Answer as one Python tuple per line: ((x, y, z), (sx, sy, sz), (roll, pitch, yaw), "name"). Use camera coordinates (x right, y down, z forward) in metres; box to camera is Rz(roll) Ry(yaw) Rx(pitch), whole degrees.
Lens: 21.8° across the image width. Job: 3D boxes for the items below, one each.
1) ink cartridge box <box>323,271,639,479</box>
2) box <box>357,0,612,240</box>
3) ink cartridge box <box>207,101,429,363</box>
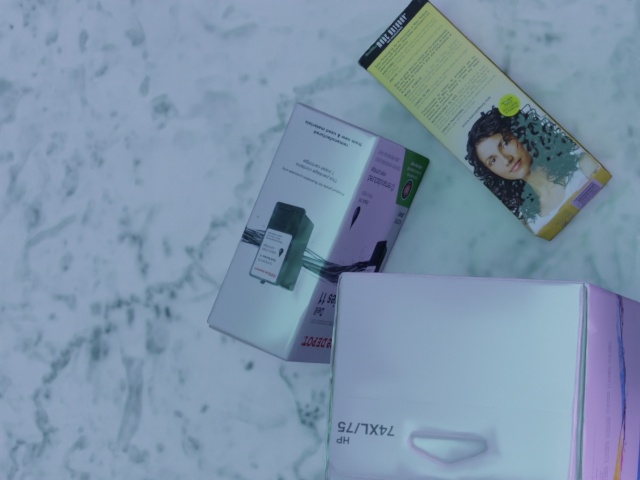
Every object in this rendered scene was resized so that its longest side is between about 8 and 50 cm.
((0.142, 0.135, 1.321), (0.198, 0.270, 0.197), (2, 85, 21), "ink cartridge box")
((0.143, -0.109, 1.462), (0.232, 0.058, 0.087), (45, 100, 20), "box")
((0.000, 0.000, 1.456), (0.087, 0.153, 0.208), (24, 94, 21), "ink cartridge box")
